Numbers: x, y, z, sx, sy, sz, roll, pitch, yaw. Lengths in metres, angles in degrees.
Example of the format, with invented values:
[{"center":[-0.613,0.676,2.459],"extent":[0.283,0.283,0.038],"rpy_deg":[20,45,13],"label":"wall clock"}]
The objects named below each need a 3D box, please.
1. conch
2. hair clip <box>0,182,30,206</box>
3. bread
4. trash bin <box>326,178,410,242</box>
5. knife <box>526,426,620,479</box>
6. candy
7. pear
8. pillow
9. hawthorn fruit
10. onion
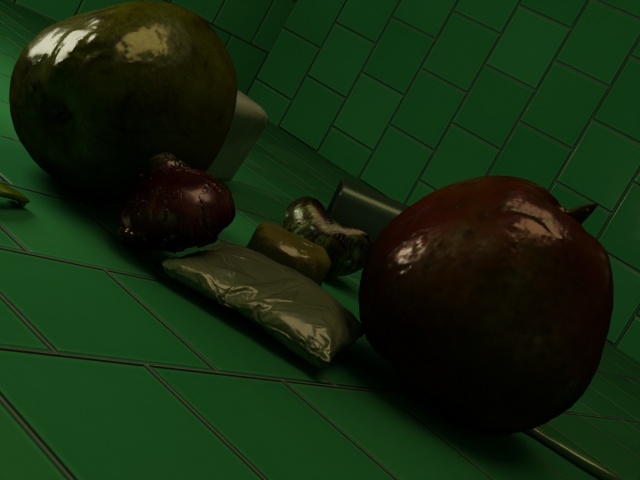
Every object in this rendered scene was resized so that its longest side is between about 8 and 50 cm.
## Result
[{"center":[-0.002,0.002,2.130],"extent":[0.181,0.124,0.187],"rpy_deg":[26,-20,49],"label":"conch"},{"center":[-0.445,-0.068,1.413],"extent":[0.060,0.033,0.188],"rpy_deg":[34,10,21],"label":"hair clip"},{"center":[-0.061,0.036,1.862],"extent":[0.156,0.086,0.125],"rpy_deg":[28,15,1],"label":"bread"},{"center":[0.177,-0.010,2.629],"extent":[0.343,0.158,0.223],"rpy_deg":[23,9,-4],"label":"trash bin"},{"center":[0.370,0.325,1.802],"extent":[0.293,0.020,0.043],"rpy_deg":[30,11,13],"label":"knife"},{"center":[-0.267,-0.250,2.395],"extent":[0.145,0.208,0.358],"rpy_deg":[33,9,16],"label":"candy"},{"center":[-0.309,-0.218,1.718],"extent":[0.352,0.352,0.413],"rpy_deg":[32,21,14],"label":"pear"},{"center":[-0.071,0.083,1.598],"extent":[0.280,0.076,0.274],"rpy_deg":[30,10,10],"label":"pillow"},{"center":[0.275,0.081,1.639],"extent":[0.402,0.403,0.403],"rpy_deg":[28,9,-5],"label":"hawthorn fruit"},{"center":[-0.219,-0.054,1.570],"extent":[0.184,0.183,0.147],"rpy_deg":[-75,146,-81],"label":"onion"}]
